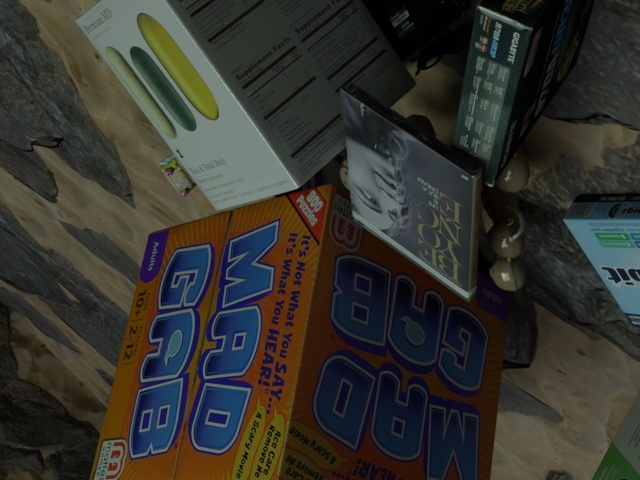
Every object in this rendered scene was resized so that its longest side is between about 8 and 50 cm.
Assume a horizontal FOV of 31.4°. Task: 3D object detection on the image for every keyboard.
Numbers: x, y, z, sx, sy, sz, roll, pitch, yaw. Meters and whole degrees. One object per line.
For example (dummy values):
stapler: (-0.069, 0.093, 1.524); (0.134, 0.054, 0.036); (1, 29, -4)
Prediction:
keyboard: (0.102, -0.226, 1.196); (0.100, 0.038, 0.192); (63, 153, 0)

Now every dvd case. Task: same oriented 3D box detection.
dvd case: (0.090, -0.043, 1.133); (0.164, 0.018, 0.221); (37, 157, 26)

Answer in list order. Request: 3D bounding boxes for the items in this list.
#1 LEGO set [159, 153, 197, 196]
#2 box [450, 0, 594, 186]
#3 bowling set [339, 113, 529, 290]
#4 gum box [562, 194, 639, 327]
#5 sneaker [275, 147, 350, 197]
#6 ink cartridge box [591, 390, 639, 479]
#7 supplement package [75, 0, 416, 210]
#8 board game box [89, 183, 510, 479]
LEGO set: (-0.195, -0.161, 1.532); (0.287, 0.107, 0.132); (57, 179, -37)
box: (0.184, -0.177, 0.993); (0.051, 0.175, 0.220); (29, 153, 16)
bowling set: (0.128, -0.037, 1.239); (0.199, 0.154, 0.287); (-11, 142, 7)
gum box: (0.375, 0.028, 1.247); (0.157, 0.041, 0.184); (2, 138, 50)
sneaker: (-0.078, -0.140, 1.442); (0.296, 0.131, 0.112); (45, 155, -14)
ink cartridge box: (0.493, 0.326, 1.415); (0.273, 0.198, 0.115); (15, 147, 39)
supplement package: (-0.081, -0.202, 1.218); (0.263, 0.198, 0.199); (54, 152, -14)
board game box: (-0.018, 0.188, 1.464); (0.356, 0.357, 0.356); (-13, 148, 44)
